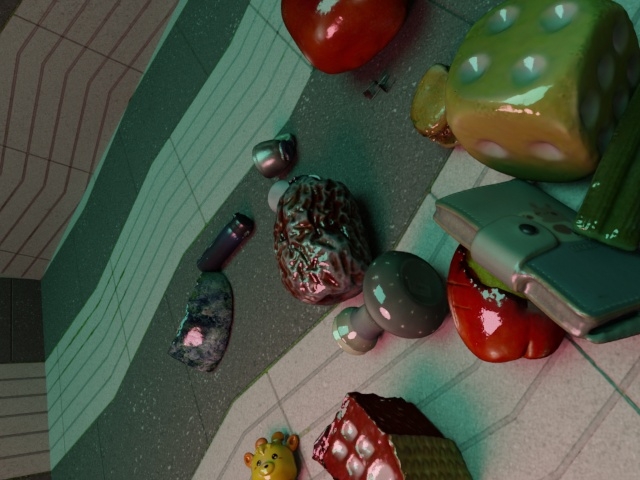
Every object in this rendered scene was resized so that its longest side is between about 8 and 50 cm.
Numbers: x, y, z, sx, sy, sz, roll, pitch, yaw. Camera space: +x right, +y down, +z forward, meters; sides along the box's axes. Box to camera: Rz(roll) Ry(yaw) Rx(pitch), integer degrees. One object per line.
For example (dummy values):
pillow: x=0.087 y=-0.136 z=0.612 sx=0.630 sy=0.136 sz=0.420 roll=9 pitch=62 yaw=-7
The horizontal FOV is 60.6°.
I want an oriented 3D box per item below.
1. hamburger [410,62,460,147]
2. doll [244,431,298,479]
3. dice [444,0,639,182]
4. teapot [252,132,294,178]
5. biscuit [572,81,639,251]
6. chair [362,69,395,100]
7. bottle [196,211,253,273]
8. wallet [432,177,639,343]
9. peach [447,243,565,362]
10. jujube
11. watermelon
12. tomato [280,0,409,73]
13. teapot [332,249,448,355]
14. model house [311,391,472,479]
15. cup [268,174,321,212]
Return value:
hamburger: x=0.268 y=-0.278 z=1.147 sx=0.159 sy=0.131 sz=0.185 roll=-58 pitch=34 yaw=30
doll: x=-0.101 y=0.555 z=1.281 sx=0.143 sy=0.135 sz=0.221 roll=-25 pitch=44 yaw=3
dice: x=0.365 y=-0.250 z=0.906 sx=0.233 sy=0.227 sz=0.238 roll=13 pitch=73 yaw=47
teapot: x=-0.125 y=-0.257 z=1.640 sx=0.108 sy=0.149 sz=0.111 roll=-19 pitch=100 yaw=28
biscuit: x=0.482 y=-0.133 z=0.814 sx=0.099 sy=0.038 sz=0.322 roll=27 pitch=78 yaw=19
chair: x=0.149 y=-0.390 z=1.395 sx=0.086 sy=0.037 sz=0.042 roll=-46 pitch=35 yaw=24
bottle: x=-0.303 y=0.014 z=1.750 sx=0.082 sy=0.072 sz=0.244 roll=46 pitch=118 yaw=7
wallet: x=0.353 y=0.009 z=0.845 sx=0.360 sy=0.252 sz=0.083 roll=49 pitch=140 yaw=47
peach: x=0.303 y=0.086 z=0.905 sx=0.189 sy=0.196 sz=0.226 roll=-13 pitch=78 yaw=27
jujube: x=0.000 y=0.000 z=1.283 sx=0.226 sy=0.226 sz=0.317 roll=-37 pitch=53 yaw=36
watermelon: x=-0.390 y=0.246 z=1.720 sx=0.226 sy=0.148 sz=0.319 roll=-24 pitch=57 yaw=52
tomato: x=0.061 y=-0.589 z=1.375 sx=0.325 sy=0.289 sz=0.293 roll=-30 pitch=76 yaw=37
teapot: x=0.132 y=0.143 z=1.121 sx=0.251 sy=0.183 sz=0.184 roll=-48 pitch=44 yaw=45
model house: x=0.143 y=0.406 z=0.976 sx=0.254 sy=0.196 sz=0.160 roll=31 pitch=98 yaw=50
cup: x=-0.056 y=-0.115 z=1.505 sx=0.133 sy=0.136 sz=0.099 roll=19 pitch=124 yaw=52
